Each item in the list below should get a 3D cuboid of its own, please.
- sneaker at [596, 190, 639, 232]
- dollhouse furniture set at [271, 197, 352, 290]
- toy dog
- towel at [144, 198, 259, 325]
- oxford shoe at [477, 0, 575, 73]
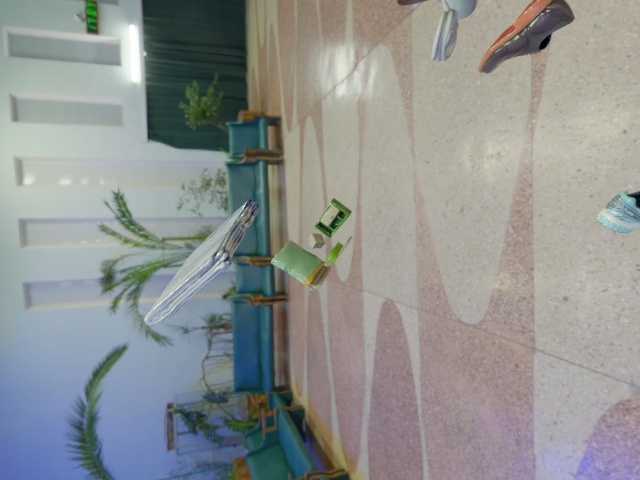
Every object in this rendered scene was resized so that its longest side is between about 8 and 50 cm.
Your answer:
[{"bbox_3d":[0.944,-0.087,1.171,0.110,0.283,0.122,-105,18,-45],"label":"sneaker"},{"bbox_3d":[0.000,0.000,0.608,0.058,0.076,0.152,-53,0,36],"label":"dollhouse furniture set"},{"bbox_3d":[0.189,-0.509,0.730,0.220,0.161,0.334,-59,-23,-13],"label":"toy dog"},{"bbox_3d":[-0.216,0.031,0.800,0.209,0.034,0.285,-38,18,17],"label":"towel"},{"bbox_3d":[0.472,-0.463,0.981,0.097,0.098,0.271,-50,2,-11],"label":"oxford shoe"}]
